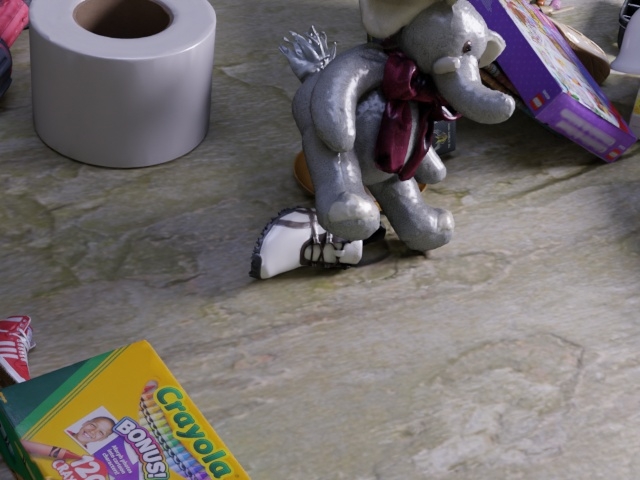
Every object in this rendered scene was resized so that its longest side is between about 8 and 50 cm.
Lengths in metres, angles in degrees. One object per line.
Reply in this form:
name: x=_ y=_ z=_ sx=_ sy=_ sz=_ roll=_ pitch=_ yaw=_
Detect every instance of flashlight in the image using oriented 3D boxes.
flashlight: x=-0.458 y=-0.304 z=1.716 sx=0.103 sy=0.103 sz=0.304 roll=9 pitch=38 yaw=3

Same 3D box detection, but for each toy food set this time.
toy food set: x=0.377 y=-0.411 z=2.072 sx=0.078 sy=0.019 sz=0.122 roll=-19 pitch=38 yaw=-31

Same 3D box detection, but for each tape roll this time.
tape roll: x=-0.266 y=-0.233 z=1.605 sx=0.246 sy=0.169 sz=0.246 roll=5 pitch=37 yaw=-4

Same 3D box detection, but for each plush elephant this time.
plush elephant: x=0.111 y=-0.176 z=1.404 sx=0.272 sy=0.255 sz=0.330 roll=17 pitch=45 yaw=-56

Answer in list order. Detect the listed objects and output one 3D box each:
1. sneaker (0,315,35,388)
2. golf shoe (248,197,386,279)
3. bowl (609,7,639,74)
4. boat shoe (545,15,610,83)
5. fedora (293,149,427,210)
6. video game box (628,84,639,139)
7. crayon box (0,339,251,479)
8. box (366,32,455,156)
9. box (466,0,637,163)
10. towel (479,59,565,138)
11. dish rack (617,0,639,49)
sneaker: x=-0.315 y=0.120 z=1.248 sx=0.067 sy=0.042 sz=0.118 roll=-28 pitch=48 yaw=-33
golf shoe: x=0.000 y=0.000 z=1.431 sx=0.094 sy=0.077 sz=0.198 roll=32 pitch=45 yaw=28
bowl: x=0.573 y=-0.310 z=1.718 sx=0.298 sy=0.134 sz=0.298 roll=-1 pitch=13 yaw=0
boat shoe: x=0.388 y=-0.311 z=1.901 sx=0.170 sy=0.063 sz=0.059 roll=37 pitch=31 yaw=3
fedora: x=0.059 y=-0.117 z=1.588 sx=0.194 sy=0.079 sz=0.194 roll=5 pitch=37 yaw=-4
video game box: x=0.573 y=-0.200 z=1.813 sx=0.187 sy=0.048 sz=0.205 roll=19 pitch=39 yaw=11
crayon box: x=-0.173 y=0.227 z=1.104 sx=0.165 sy=0.081 sz=0.278 roll=-18 pitch=45 yaw=-30
box: x=0.123 y=-0.254 z=1.646 sx=0.059 sy=0.232 sz=0.183 roll=-20 pitch=45 yaw=-13
box: x=0.318 y=-0.256 z=1.717 sx=0.201 sy=0.057 sz=0.293 roll=21 pitch=34 yaw=-43
towel: x=0.235 y=-0.325 z=1.807 sx=0.271 sy=0.040 sz=0.370 roll=30 pitch=26 yaw=-31
dish rack: x=0.637 y=-0.346 z=1.990 sx=0.272 sy=0.074 sz=0.208 roll=19 pitch=40 yaw=13
